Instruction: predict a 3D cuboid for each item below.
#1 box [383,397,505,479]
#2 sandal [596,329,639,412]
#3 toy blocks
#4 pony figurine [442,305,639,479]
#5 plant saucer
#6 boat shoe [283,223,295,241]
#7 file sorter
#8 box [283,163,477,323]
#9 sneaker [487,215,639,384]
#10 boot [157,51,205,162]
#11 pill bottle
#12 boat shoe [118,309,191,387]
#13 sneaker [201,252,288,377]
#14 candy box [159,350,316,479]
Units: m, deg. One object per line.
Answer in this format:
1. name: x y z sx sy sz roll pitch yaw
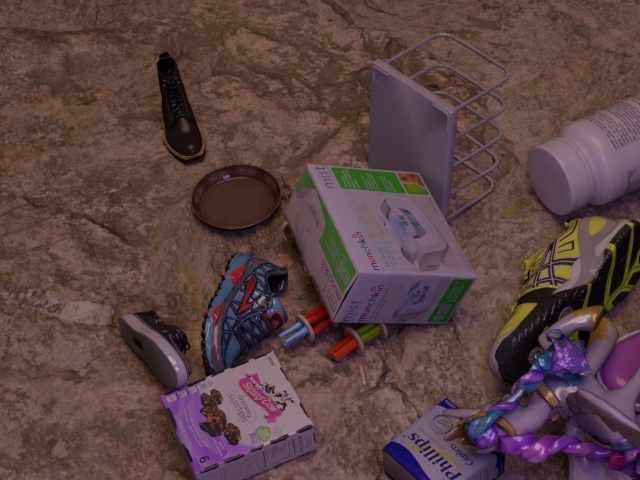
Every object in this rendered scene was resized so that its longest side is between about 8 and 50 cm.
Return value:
1. box: 0.185 0.328 1.758 0.137 0.072 0.126 -35 53 -24
2. sandal: 0.641 0.177 1.841 0.416 0.102 0.169 -4 47 2
3. toy blocks: 0.018 0.153 1.945 0.148 0.054 0.123 -30 54 -20
4. pony figurine: 0.402 0.256 1.675 0.363 0.302 0.351 -32 47 -28
5. plant saucer: -0.156 -0.075 2.187 0.168 0.029 0.168 -3 47 3
6. boat shoe: 0.000 0.000 2.093 0.135 0.045 0.050 9 42 9
7. file sorter: 0.214 -0.198 2.109 0.173 0.277 0.193 -31 52 -28
8. box: 0.093 0.008 1.971 0.231 0.126 0.262 4 43 -29
9. sneaker: 0.387 0.099 1.934 0.147 0.145 0.385 14 44 44
10. boot: -0.282 -0.259 2.293 0.077 0.137 0.198 -19 49 -12
11. pill bottle: 0.527 -0.160 2.122 0.283 0.160 0.160 -24 50 -17
12. boat shoe: -0.253 0.168 1.914 0.076 0.080 0.228 -20 23 -25
13. sneaker: -0.120 0.124 1.951 0.125 0.104 0.262 9 49 10
14. candy box: -0.128 0.282 1.826 0.196 0.070 0.165 -21 49 -14
